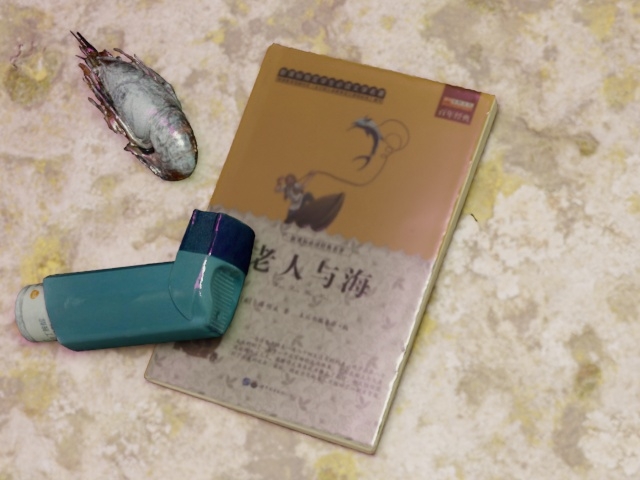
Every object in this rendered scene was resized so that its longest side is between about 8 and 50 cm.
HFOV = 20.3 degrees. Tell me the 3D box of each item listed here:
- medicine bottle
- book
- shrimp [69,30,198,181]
[{"bbox_3d":[-0.189,0.048,1.825,0.258,0.079,0.124,-10,70,25],"label":"medicine bottle"},{"bbox_3d":[0.000,0.000,1.831,0.269,0.032,0.389,14,77,22],"label":"book"},{"bbox_3d":[-0.202,-0.155,1.918,0.090,0.079,0.233,-24,60,-32],"label":"shrimp"}]
